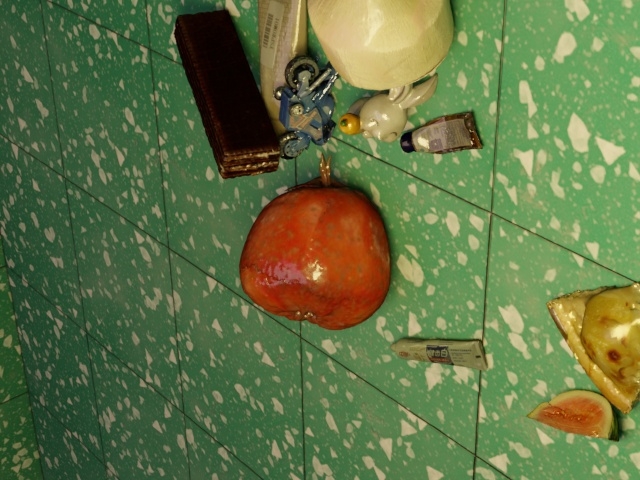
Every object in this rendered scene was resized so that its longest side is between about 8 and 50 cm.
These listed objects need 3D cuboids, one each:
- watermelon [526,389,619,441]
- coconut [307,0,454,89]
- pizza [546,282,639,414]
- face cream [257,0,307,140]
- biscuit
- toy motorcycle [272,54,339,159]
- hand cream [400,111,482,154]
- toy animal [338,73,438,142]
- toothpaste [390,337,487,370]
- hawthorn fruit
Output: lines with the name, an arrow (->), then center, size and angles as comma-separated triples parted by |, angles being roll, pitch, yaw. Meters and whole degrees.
watermelon -> 0.409, 0.267, 1.795 | 0.163, 0.087, 0.069 | 8, 85, 51
coconut -> 0.090, -0.346, 1.715 | 0.224, 0.224, 0.234 | 37, 163, 37
pizza -> 0.410, 0.134, 1.701 | 0.204, 0.080, 0.188 | 48, 142, 28
face cream -> -0.067, -0.338, 2.088 | 0.137, 0.084, 0.341 | 22, 121, 45
biscuit -> -0.177, -0.278, 2.134 | 0.073, 0.107, 0.388 | 101, 154, -50
toy motorcycle -> -0.020, -0.235, 2.049 | 0.076, 0.114, 0.205 | 51, 141, 47
hand cream -> 0.195, -0.167, 1.862 | 0.163, 0.039, 0.062 | -5, 104, 49
toy animal -> 0.098, -0.219, 1.880 | 0.182, 0.131, 0.127 | 174, 111, -69
toothpaste -> 0.206, 0.197, 2.061 | 0.233, 0.038, 0.060 | -1, 112, 51
hawthorn fruit -> 0.000, 0.000, 2.050 | 0.276, 0.276, 0.307 | 10, 89, 52
